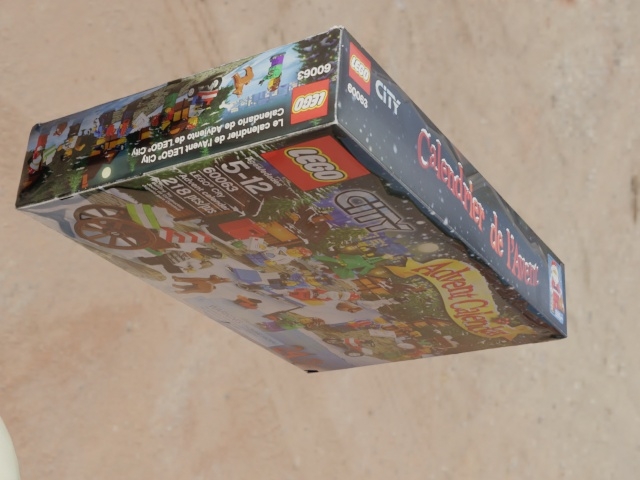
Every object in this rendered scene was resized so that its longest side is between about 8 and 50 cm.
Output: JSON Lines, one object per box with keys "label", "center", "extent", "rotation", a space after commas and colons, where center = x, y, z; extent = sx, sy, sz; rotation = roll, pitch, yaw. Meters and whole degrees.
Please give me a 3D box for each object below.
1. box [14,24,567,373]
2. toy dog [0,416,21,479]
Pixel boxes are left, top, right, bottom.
{"label": "box", "center": [0.000, 0.000, 0.494], "extent": [0.233, 0.159, 0.044], "rotation": [37, 50, -49]}
{"label": "toy dog", "center": [-0.362, 0.268, 0.614], "extent": [0.284, 0.395, 0.408], "rotation": [124, -39, -79]}
